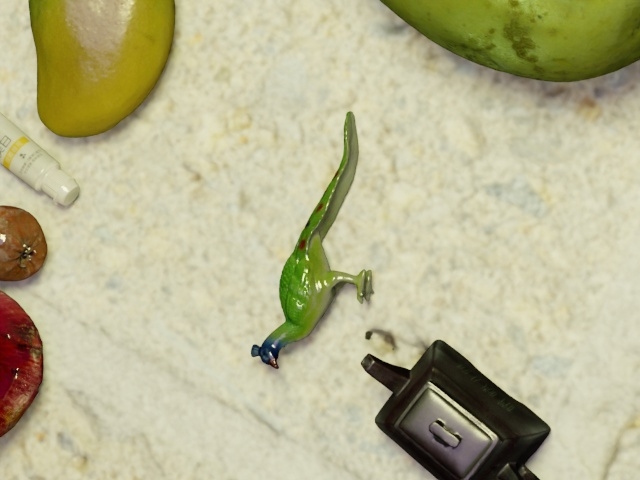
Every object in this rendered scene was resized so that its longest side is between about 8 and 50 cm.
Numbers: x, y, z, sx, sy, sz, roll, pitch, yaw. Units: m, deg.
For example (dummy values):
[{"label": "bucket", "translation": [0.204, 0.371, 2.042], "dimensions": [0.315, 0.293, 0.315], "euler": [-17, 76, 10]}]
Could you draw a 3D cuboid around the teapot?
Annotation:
[{"label": "teapot", "translation": [0.105, 0.147, 1.530], "dimensions": [0.177, 0.096, 0.087], "euler": [40, 98, 11]}]

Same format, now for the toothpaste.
[{"label": "toothpaste", "translation": [-0.281, -0.094, 1.666], "dimensions": [0.190, 0.031, 0.048], "euler": [38, 102, 14]}]

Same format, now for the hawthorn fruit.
[{"label": "hawthorn fruit", "translation": [-0.278, -0.006, 1.655], "dimensions": [0.103, 0.066, 0.067], "euler": [33, 98, 38]}]

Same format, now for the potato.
[{"label": "potato", "translation": [0.140, -0.234, 1.468], "dimensions": [0.304, 0.216, 0.216], "euler": [20, 94, 9]}]

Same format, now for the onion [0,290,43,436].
[{"label": "onion", "translation": [-0.309, 0.097, 1.614], "dimensions": [0.150, 0.140, 0.150], "euler": [-2, 74, 6]}]

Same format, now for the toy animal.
[{"label": "toy animal", "translation": [0.015, 0.007, 1.585], "dimensions": [0.075, 0.041, 0.217], "euler": [22, 90, 15]}]

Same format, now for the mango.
[{"label": "mango", "translation": [-0.179, -0.182, 1.616], "dimensions": [0.122, 0.085, 0.191], "euler": [-4, 98, 4]}]
